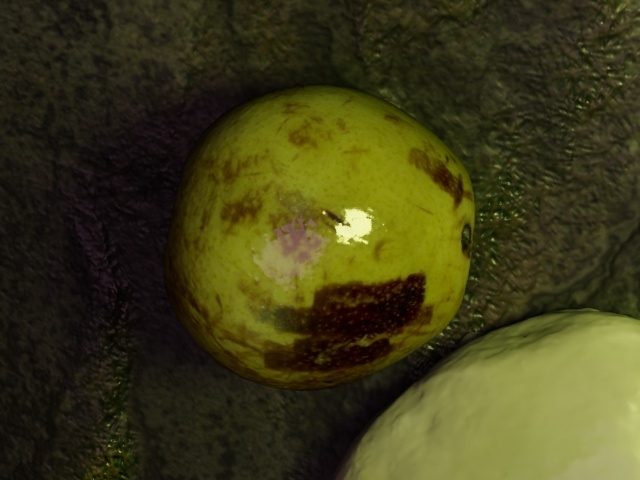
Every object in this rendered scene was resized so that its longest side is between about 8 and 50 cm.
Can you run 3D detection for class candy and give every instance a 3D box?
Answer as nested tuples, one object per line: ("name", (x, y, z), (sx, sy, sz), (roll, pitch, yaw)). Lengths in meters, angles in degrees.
("candy", (0.215, 0.259, 1.765), (0.386, 0.186, 0.427), (38, 110, 4))

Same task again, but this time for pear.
("pear", (0.000, 0.000, 1.684), (0.284, 0.283, 0.283), (5, 110, 14))
